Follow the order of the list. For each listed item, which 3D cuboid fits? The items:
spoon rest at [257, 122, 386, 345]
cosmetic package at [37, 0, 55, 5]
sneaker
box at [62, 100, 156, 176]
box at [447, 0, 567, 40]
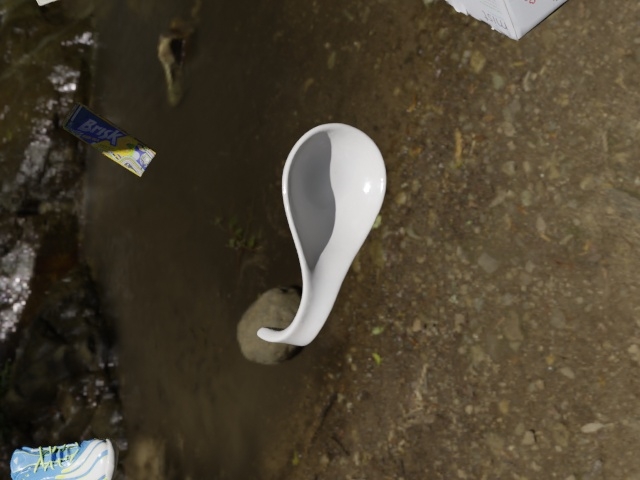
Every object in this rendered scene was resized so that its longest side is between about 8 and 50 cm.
[{"bbox_3d":[0.000,0.000,0.813,0.084,0.137,0.276,29,105,59],"label":"spoon rest"},{"bbox_3d":[-0.500,-0.570,1.383,0.309,0.160,0.113,-118,9,-60],"label":"cosmetic package"},{"bbox_3d":[-0.442,0.385,1.162,0.240,0.126,0.091,-32,53,38],"label":"sneaker"},{"bbox_3d":[-0.405,-0.194,1.324,0.059,0.169,0.054,-56,27,1],"label":"box"},{"bbox_3d":[0.191,-0.421,0.894,0.127,0.231,0.262,-39,45,3],"label":"box"}]
